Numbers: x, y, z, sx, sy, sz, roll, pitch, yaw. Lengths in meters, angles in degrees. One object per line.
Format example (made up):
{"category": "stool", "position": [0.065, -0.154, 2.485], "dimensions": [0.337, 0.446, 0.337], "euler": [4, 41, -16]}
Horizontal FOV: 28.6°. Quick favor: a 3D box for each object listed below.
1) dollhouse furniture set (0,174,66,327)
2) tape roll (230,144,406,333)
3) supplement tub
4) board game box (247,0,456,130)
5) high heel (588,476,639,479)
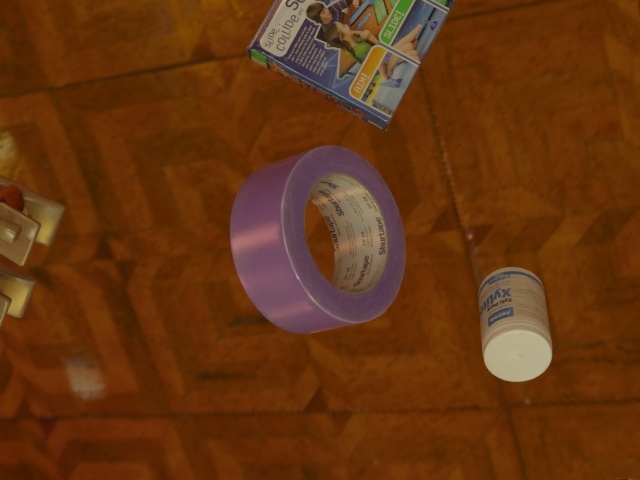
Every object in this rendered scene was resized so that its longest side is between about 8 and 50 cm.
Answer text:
{"category": "dollhouse furniture set", "position": [-0.348, 0.068, 1.007], "dimensions": [0.135, 0.262, 0.259], "euler": [26, 109, 2]}
{"category": "tape roll", "position": [0.000, 0.000, 1.316], "dimensions": [0.080, 0.189, 0.189], "euler": [-15, 110, 43]}
{"category": "supplement tub", "position": [0.197, 0.083, 1.274], "dimensions": [0.071, 0.107, 0.071], "euler": [2, 124, 3]}
{"category": "board game box", "position": [0.044, -0.213, 1.067], "dimensions": [0.136, 0.035, 0.201], "euler": [29, 83, 3]}
{"category": "high heel", "position": [0.356, 0.196, 1.174], "dimensions": [0.261, 0.093, 0.186], "euler": [4, 107, 34]}
